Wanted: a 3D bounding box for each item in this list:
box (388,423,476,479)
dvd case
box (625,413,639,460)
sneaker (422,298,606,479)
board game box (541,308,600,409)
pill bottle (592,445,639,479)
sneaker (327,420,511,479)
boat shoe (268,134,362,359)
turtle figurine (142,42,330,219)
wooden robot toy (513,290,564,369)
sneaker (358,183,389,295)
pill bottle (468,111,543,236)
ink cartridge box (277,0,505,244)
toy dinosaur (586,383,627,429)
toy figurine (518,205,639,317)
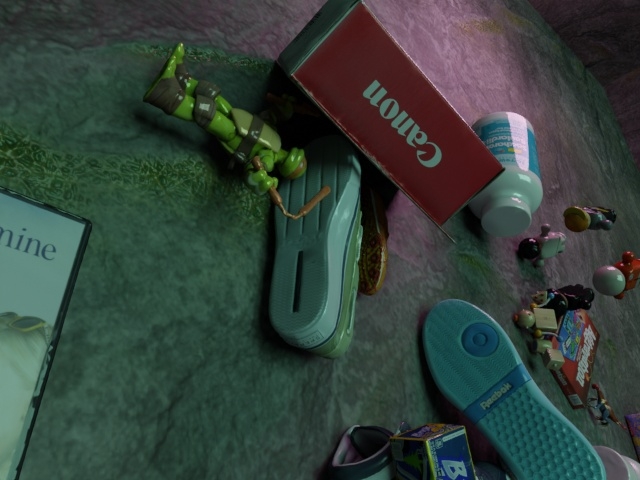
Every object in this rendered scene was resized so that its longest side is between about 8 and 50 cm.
[{"bbox_3d":[0.118,0.268,0.482,0.059,0.054,0.169,-2,77,-36],"label":"box"},{"bbox_3d":[-0.278,0.061,0.349,0.180,0.022,0.253,25,51,-35],"label":"dvd case"},{"bbox_3d":[0.887,0.544,1.162,0.279,0.177,0.290,20,55,-38],"label":"box"},{"bbox_3d":[0.270,0.246,0.757,0.319,0.127,0.208,60,5,33],"label":"sneaker"},{"bbox_3d":[0.558,0.226,1.122,0.281,0.027,0.145,-36,96,-50],"label":"board game box"},{"bbox_3d":[0.547,0.458,0.900,0.221,0.121,0.121,38,45,-25],"label":"pill bottle"},{"bbox_3d":[0.122,0.269,0.586,0.282,0.099,0.153,-5,73,-44],"label":"sneaker"},{"bbox_3d":[0.000,0.000,0.633,0.094,0.109,0.302,54,37,-48],"label":"boat shoe"},{"bbox_3d":[-0.093,-0.138,0.610,0.217,0.087,0.270,33,36,-23],"label":"turtle figurine"},{"bbox_3d":[0.417,0.169,0.997,0.079,0.076,0.173,8,56,-3],"label":"wooden robot toy"},{"bbox_3d":[0.077,-0.001,0.727,0.067,0.064,0.175,34,49,-42],"label":"sneaker"},{"bbox_3d":[0.377,-0.135,1.051,0.146,0.146,0.264,36,45,-27],"label":"pill bottle"},{"bbox_3d":[0.100,-0.176,0.712,0.309,0.130,0.272,40,14,-24],"label":"ink cartridge box"},{"bbox_3d":[0.594,0.343,1.063,0.047,0.090,0.082,-34,126,-65],"label":"toy dinosaur"},{"bbox_3d":[0.546,0.043,1.080,0.148,0.213,0.210,-10,71,-32],"label":"toy figurine"}]
